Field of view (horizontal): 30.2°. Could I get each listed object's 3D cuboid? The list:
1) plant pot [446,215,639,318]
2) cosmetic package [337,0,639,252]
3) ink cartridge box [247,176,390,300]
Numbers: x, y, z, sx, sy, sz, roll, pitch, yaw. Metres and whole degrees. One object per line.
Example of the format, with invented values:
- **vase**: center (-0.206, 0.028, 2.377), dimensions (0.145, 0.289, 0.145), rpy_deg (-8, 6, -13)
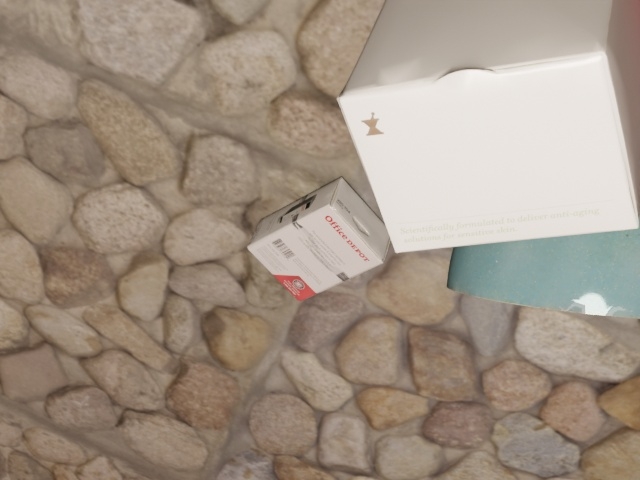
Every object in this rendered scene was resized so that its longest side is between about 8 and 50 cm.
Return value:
- **plant pot**: center (0.274, -0.039, 1.130), dimensions (0.290, 0.290, 0.195), rpy_deg (6, 94, 15)
- **cosmetic package**: center (0.163, -0.165, 0.966), dimensions (0.197, 0.365, 0.155), rpy_deg (-5, 127, 24)
- **ink cartridge box**: center (0.000, 0.000, 1.375), dimensions (0.135, 0.056, 0.099), rpy_deg (-26, 117, 35)
